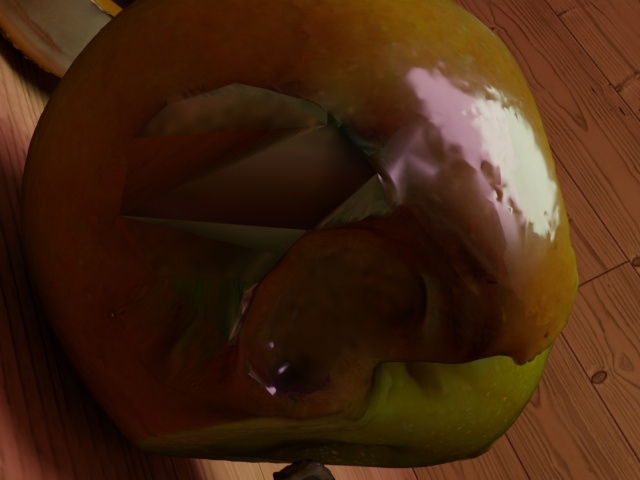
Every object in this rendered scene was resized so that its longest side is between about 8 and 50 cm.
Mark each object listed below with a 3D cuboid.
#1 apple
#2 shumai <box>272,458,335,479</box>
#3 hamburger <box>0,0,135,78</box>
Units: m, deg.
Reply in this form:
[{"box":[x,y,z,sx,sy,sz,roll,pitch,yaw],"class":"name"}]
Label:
[{"box":[0.000,0.000,0.637,0.384,0.374,0.374,45,5,-5],"class":"apple"},{"box":[0.008,0.210,0.605,0.184,0.184,0.142,53,25,-68],"class":"shumai"},{"box":[-0.219,-0.214,0.899,0.210,0.116,0.173,24,44,-59],"class":"hamburger"}]
